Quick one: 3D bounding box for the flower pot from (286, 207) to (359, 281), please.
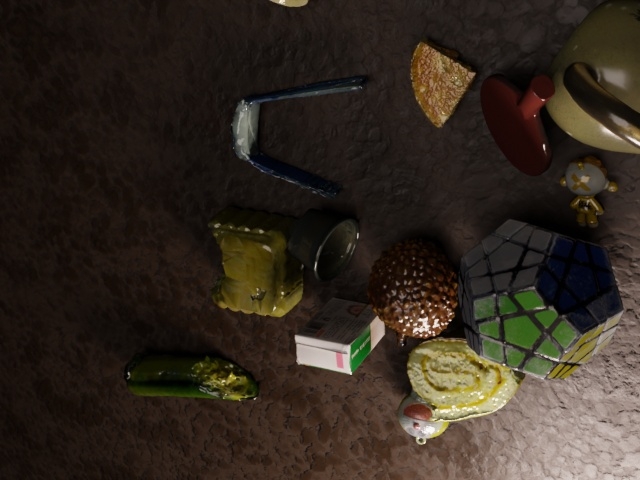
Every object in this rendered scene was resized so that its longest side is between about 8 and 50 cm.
[{"bbox_3d":[0.000,0.000,1.678,0.107,0.157,0.157,30,122,29],"label":"flower pot"}]

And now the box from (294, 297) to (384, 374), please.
[{"bbox_3d":[0.047,0.211,1.703,0.135,0.199,0.081,8,117,26],"label":"box"}]

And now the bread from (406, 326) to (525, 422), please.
[{"bbox_3d":[0.313,0.283,1.624,0.257,0.124,0.185,-7,93,11],"label":"bread"}]

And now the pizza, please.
[{"bbox_3d":[0.243,-0.308,1.475,0.134,0.046,0.175,3,112,27],"label":"pizza"}]

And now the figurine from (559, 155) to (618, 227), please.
[{"bbox_3d":[0.497,-0.092,1.430,0.101,0.068,0.143,31,138,21],"label":"figurine"}]

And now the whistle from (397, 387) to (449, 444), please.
[{"bbox_3d":[0.237,0.360,1.727,0.123,0.123,0.223,9,100,24],"label":"whistle"}]

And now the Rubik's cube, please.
[{"bbox_3d":[0.407,0.113,1.438,0.319,0.319,0.264,51,150,0],"label":"Rubik's cube"}]

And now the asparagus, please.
[{"bbox_3d":[-0.346,0.365,2.027,0.382,0.108,0.128,-2,108,26],"label":"asparagus"}]

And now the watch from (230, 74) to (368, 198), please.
[{"bbox_3d":[-0.056,-0.258,1.637,0.275,0.068,0.276,23,119,17],"label":"watch"}]

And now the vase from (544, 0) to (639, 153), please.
[{"bbox_3d":[0.507,-0.220,1.201,0.302,0.329,0.240,41,128,13],"label":"vase"}]

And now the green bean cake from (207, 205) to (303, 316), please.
[{"bbox_3d":[-0.164,0.053,1.790,0.233,0.124,0.236,10,115,23],"label":"green bean cake"}]

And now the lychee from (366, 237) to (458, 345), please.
[{"bbox_3d":[0.191,0.113,1.597,0.200,0.200,0.238,19,106,19],"label":"lychee"}]

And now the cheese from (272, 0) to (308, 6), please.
[{"bbox_3d":[-0.049,-0.549,1.477,0.094,0.123,0.167,30,119,14],"label":"cheese"}]

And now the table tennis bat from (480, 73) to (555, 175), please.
[{"bbox_3d":[0.349,-0.213,1.335,0.038,0.310,0.200,-30,81,-4],"label":"table tennis bat"}]
